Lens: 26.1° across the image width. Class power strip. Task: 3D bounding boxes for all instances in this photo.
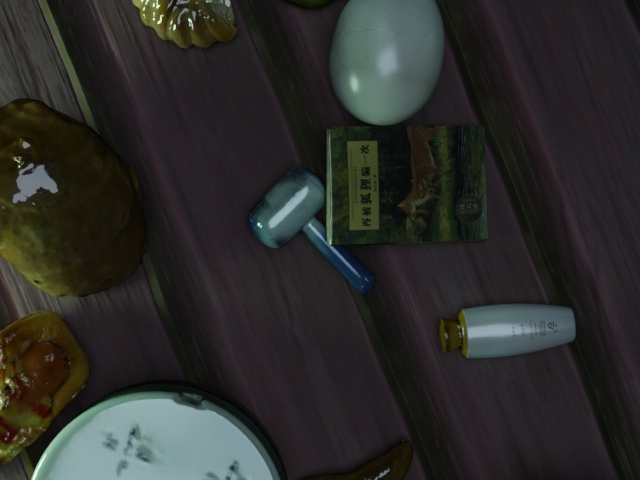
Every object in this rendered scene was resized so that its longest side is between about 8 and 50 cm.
[{"bbox_3d":[-0.211,0.362,1.788,0.357,0.161,0.358,0,90,-1],"label":"power strip"}]

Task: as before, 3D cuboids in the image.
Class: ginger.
[{"bbox_3d":[-0.341,-0.053,1.759,0.269,0.223,0.200,41,84,0],"label":"ginger"}]

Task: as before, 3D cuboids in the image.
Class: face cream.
[{"bbox_3d":[0.253,0.121,1.871,0.182,0.051,0.072,-5,91,-4],"label":"face cream"}]

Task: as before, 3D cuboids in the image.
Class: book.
[{"bbox_3d":[0.116,-0.075,1.849,0.228,0.024,0.160,-1,90,-19],"label":"book"}]

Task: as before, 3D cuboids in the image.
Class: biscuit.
[{"bbox_3d":[-0.192,-0.330,1.844,0.118,0.061,0.183,-34,92,-1],"label":"biscuit"}]

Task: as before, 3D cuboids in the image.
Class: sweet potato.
[{"bbox_3d":[0.046,0.327,1.861,0.182,0.053,0.054,-19,130,0],"label":"sweet potato"}]

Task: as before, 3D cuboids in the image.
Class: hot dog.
[{"bbox_3d":[-0.423,0.206,1.782,0.256,0.153,0.150,-40,92,-3],"label":"hot dog"}]

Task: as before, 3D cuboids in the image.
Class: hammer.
[{"bbox_3d":[0.000,0.000,1.853,0.116,0.069,0.194,-45,97,-4],"label":"hammer"}]

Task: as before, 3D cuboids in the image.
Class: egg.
[{"bbox_3d":[0.088,-0.254,1.813,0.151,0.151,0.209,9,79,-3],"label":"egg"}]

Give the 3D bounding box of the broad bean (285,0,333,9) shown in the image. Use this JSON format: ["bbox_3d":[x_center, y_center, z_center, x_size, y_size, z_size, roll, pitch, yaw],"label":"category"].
[{"bbox_3d":[0.061,-0.364,1.865,0.256,0.052,0.053,-20,49,0],"label":"broad bean"}]
